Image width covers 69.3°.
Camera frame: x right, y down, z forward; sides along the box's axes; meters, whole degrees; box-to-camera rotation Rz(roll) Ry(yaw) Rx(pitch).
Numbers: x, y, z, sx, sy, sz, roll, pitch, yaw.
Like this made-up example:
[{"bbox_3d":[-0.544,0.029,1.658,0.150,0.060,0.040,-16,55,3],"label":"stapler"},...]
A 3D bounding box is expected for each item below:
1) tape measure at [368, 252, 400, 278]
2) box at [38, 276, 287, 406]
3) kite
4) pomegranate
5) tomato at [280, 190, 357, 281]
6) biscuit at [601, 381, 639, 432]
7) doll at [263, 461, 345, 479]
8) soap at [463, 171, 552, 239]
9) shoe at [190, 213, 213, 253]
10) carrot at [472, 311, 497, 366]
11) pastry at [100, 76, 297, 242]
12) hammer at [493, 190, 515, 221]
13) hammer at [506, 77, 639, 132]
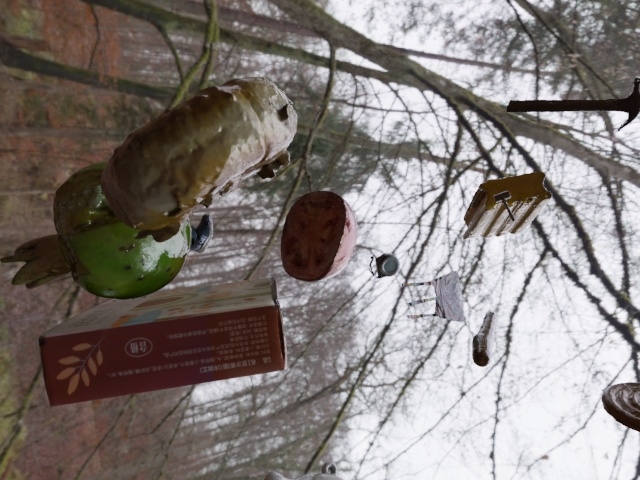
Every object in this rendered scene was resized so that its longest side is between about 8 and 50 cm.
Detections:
[{"bbox_3d":[0.262,0.100,1.953,0.180,0.107,0.104,171,-94,-81],"label":"tape measure"},{"bbox_3d":[-0.268,0.174,0.915,0.344,0.384,0.122,-159,-119,-83],"label":"box"},{"bbox_3d":[0.320,0.162,1.306,0.015,0.285,0.152,-14,-102,47],"label":"kite"},{"bbox_3d":[-0.370,0.001,0.787,0.236,0.301,0.236,-23,90,-81],"label":"pomegranate"},{"bbox_3d":[0.010,-0.003,1.582,0.338,0.143,0.339,-22,-119,45],"label":"tomato"},{"bbox_3d":[0.924,0.461,1.279,0.262,0.261,0.037,20,-63,56],"label":"biscuit"},{"bbox_3d":[0.030,0.617,0.984,0.160,0.310,0.243,-62,-141,29],"label":"doll"},{"bbox_3d":[0.578,-0.100,1.480,0.324,0.204,0.096,72,10,-71],"label":"soap"},{"bbox_3d":[-0.340,-0.022,1.298,0.143,0.071,0.064,-54,-138,39],"label":"shoe"},{"bbox_3d":[0.569,0.329,1.602,0.070,0.342,0.070,9,-68,23],"label":"carrot"},{"bbox_3d":[-0.140,-0.100,0.576,0.256,0.236,0.121,-28,-80,25],"label":"pastry"},{"bbox_3d":[0.435,-0.079,1.079,0.019,0.035,0.110,58,21,-31],"label":"hammer"},{"bbox_3d":[0.605,-0.328,1.127,0.297,0.027,0.125,12,-65,34],"label":"hammer"}]
